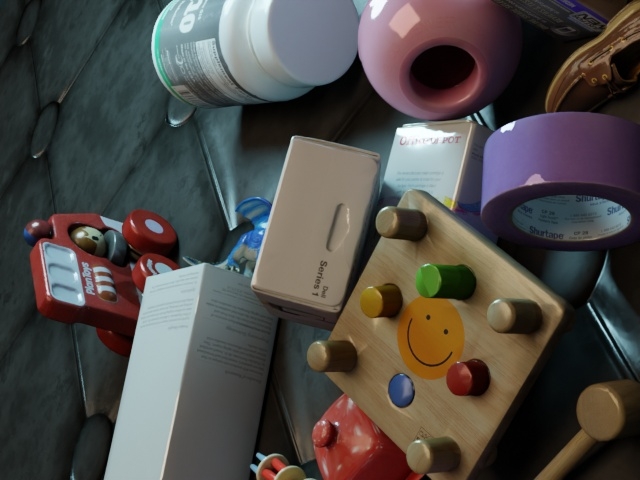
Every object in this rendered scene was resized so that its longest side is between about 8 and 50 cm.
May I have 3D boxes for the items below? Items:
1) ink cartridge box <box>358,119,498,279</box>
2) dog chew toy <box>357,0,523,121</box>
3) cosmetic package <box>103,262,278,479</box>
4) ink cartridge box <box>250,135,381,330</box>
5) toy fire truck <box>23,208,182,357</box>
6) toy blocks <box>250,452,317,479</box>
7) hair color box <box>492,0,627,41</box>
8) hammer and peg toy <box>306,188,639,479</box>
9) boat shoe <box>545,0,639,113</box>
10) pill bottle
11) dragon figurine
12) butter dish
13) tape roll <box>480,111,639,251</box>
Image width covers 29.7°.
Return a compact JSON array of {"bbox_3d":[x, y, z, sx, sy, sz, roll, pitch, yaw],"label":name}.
[{"bbox_3d":[0.149,-0.037,1.519,0.154,0.093,0.212,3,78,55],"label":"ink cartridge box"},{"bbox_3d":[0.152,-0.304,1.574,0.206,0.207,0.331,-45,26,32],"label":"dog chew toy"},{"bbox_3d":[-0.196,0.235,1.814,0.197,0.155,0.365,-11,65,53],"label":"cosmetic package"},{"bbox_3d":[0.000,0.000,1.565,0.278,0.117,0.201,77,-152,-80],"label":"ink cartridge box"},{"bbox_3d":[-0.387,0.049,2.098,0.169,0.254,0.302,-52,37,24],"label":"toy fire truck"},{"bbox_3d":[-0.063,0.359,1.647,0.148,0.054,0.123,19,91,59],"label":"toy blocks"},{"bbox_3d":[0.295,-0.431,1.437,0.110,0.185,0.338,0,73,54],"label":"hair color box"},{"bbox_3d":[0.156,0.143,1.303,0.361,0.127,0.266,43,115,37],"label":"hammer and peg toy"},{"bbox_3d":[0.327,-0.195,1.374,0.178,0.064,0.060,-47,37,26],"label":"boat shoe"},{"bbox_3d":[-0.107,-0.322,1.943,0.361,0.204,0.204,3,76,55],"label":"pill bottle"},{"bbox_3d":[-0.086,-0.011,1.848,0.289,0.085,0.144,-4,67,50],"label":"dragon figurine"},{"bbox_3d":[0.042,0.250,1.495,0.160,0.118,0.160,-50,37,26],"label":"butter dish"},{"bbox_3d":[0.265,-0.058,1.275,0.189,0.189,0.080,-22,55,49],"label":"tape roll"}]
